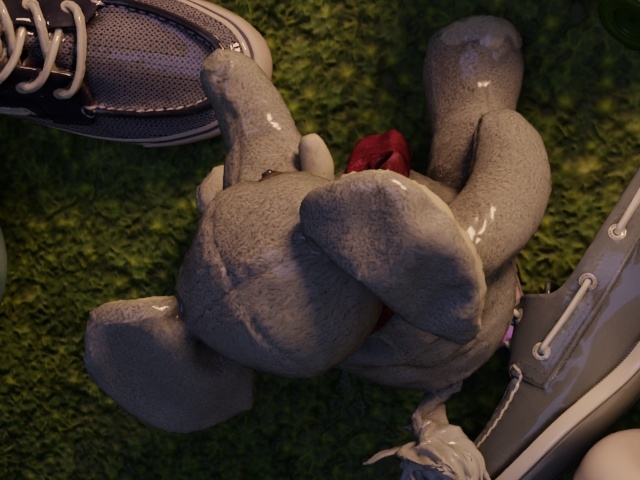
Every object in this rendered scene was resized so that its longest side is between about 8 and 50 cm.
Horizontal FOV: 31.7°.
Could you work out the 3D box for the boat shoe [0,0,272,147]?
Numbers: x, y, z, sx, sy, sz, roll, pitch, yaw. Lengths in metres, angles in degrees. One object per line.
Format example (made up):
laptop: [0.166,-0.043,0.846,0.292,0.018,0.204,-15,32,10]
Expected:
boat shoe: [-0.218,-0.139,0.849,0.340,0.158,0.127,7,98,19]

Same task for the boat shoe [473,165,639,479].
boat shoe: [0.180,0.063,0.765,0.099,0.116,0.319,45,105,25]

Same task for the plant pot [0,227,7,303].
plant pot: [-0.378,0.025,0.901,0.293,0.196,0.293,2,95,18]

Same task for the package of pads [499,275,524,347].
package of pads: [0.120,0.040,0.815,0.050,0.032,0.083,-18,90,16]

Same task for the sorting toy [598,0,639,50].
sorting toy: [0.201,-0.177,0.761,0.102,0.061,0.042,40,73,5]

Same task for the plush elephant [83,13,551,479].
plush elephant: [0.000,0.000,0.687,0.272,0.255,0.330,-23,61,22]

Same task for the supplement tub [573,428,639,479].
supplement tub: [0.231,0.301,0.698,0.228,0.228,0.316,18,101,17]
